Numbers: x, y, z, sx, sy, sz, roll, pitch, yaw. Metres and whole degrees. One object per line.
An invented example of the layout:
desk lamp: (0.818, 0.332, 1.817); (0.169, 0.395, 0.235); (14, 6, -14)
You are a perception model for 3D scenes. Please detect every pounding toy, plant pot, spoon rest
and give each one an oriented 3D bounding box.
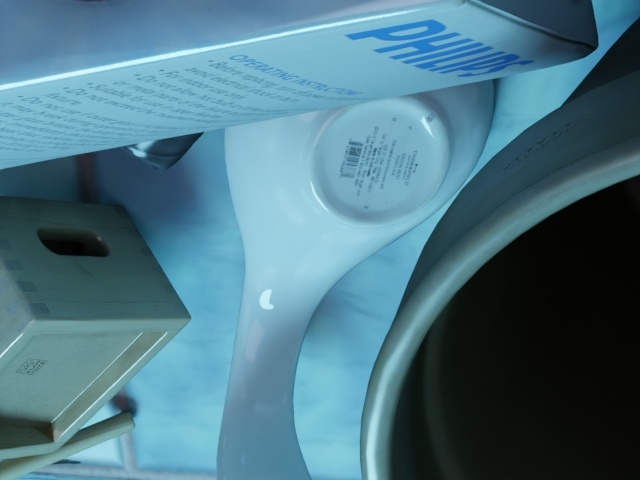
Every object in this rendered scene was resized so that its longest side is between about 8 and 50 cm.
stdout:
pounding toy: (-0.178, 0.070, 0.879); (0.206, 0.181, 0.094); (-44, 67, 23)
plant pot: (0.198, 0.020, 0.646); (0.323, 0.280, 0.323); (7, 126, 9)
spoon rest: (0.000, 0.000, 0.815); (0.137, 0.084, 0.276); (10, 113, -20)

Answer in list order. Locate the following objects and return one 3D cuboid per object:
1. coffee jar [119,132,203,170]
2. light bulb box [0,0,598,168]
coffee jar: (-0.067, -0.127, 0.772); (0.096, 0.079, 0.184); (32, 119, 0)
light bulb box: (-0.113, -0.215, 0.598); (0.361, 0.225, 0.358); (-9, 90, 19)
